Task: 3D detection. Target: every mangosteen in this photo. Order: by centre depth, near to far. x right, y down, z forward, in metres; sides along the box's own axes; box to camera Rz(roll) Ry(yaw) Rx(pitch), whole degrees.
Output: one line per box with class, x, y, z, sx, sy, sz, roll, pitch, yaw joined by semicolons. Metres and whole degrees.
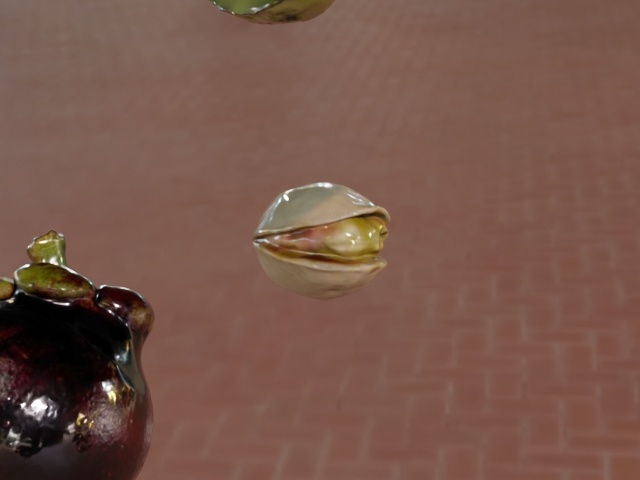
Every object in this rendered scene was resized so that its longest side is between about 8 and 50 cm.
mangosteen;-0.311;0.179;1.610;0.313;0.297;0.297;-37;32;-21

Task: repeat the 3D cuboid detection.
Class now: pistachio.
pistachio;0.000;0.000;1.602;0.144;0.144;0.215;-11;2;-22

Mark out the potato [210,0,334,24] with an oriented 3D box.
potato;-0.011;-0.307;1.347;0.160;0.272;0.111;-3;-24;43
